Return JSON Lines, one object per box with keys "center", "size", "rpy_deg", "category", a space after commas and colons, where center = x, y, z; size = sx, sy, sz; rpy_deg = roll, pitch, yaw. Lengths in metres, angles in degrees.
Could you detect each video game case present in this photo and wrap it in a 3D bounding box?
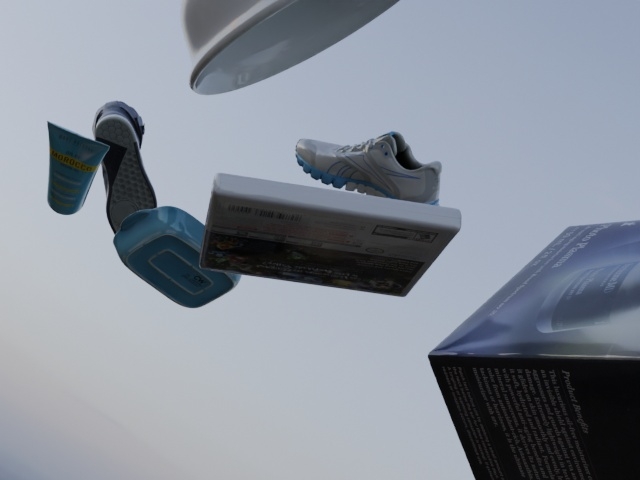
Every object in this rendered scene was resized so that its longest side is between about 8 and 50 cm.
{"center": [0.000, 0.000, 0.839], "size": [0.191, 0.022, 0.173], "rpy_deg": [8, -22, -7], "category": "video game case"}

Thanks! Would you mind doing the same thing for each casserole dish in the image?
{"center": [-0.177, 0.029, 1.294], "size": [0.114, 0.037, 0.188], "rpy_deg": [-29, -46, 21], "category": "casserole dish"}

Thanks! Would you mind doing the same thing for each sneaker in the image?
{"center": [0.059, -0.094, 1.174], "size": [0.191, 0.071, 0.082], "rpy_deg": [23, -59, 21], "category": "sneaker"}
{"center": [-0.324, -0.120, 1.690], "size": [0.163, 0.086, 0.226], "rpy_deg": [-120, -157, -63], "category": "sneaker"}

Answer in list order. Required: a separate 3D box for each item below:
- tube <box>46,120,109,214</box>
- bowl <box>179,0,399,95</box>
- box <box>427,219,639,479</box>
{"center": [-0.324, -0.095, 1.332], "size": [0.080, 0.052, 0.207], "rpy_deg": [18, -25, -11], "category": "tube"}
{"center": [-0.030, -0.278, 1.038], "size": [0.134, 0.298, 0.298], "rpy_deg": [61, -23, 0], "category": "bowl"}
{"center": [0.322, 0.108, 0.991], "size": [0.294, 0.296, 0.182], "rpy_deg": [-5, -67, 46], "category": "box"}
